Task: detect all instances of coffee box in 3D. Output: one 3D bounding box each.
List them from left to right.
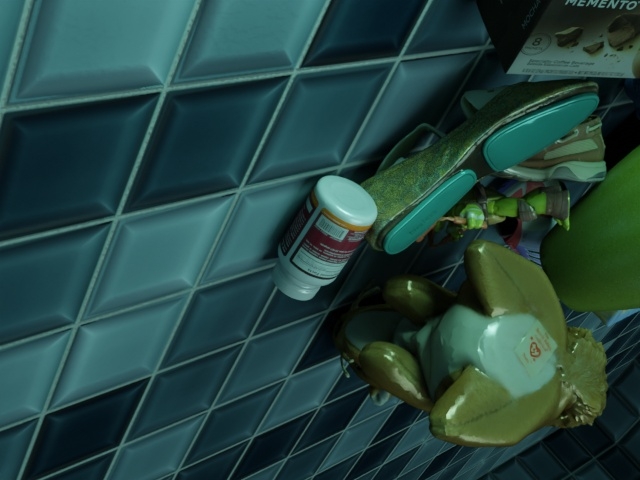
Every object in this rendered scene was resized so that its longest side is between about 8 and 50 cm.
[{"bbox_3d":[0.350,-0.277,1.149,0.297,0.118,0.168,-1,147,-20],"label":"coffee box"}]

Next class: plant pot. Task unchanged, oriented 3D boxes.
[{"bbox_3d":[0.500,-0.008,1.599,0.294,0.274,0.275,-31,166,37],"label":"plant pot"},{"bbox_3d":[0.603,-0.134,1.856,0.187,0.167,0.188,-44,157,4],"label":"plant pot"}]

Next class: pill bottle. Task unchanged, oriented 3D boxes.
[{"bbox_3d":[0.000,0.000,1.286,0.086,0.086,0.152,-11,142,-49],"label":"pill bottle"}]

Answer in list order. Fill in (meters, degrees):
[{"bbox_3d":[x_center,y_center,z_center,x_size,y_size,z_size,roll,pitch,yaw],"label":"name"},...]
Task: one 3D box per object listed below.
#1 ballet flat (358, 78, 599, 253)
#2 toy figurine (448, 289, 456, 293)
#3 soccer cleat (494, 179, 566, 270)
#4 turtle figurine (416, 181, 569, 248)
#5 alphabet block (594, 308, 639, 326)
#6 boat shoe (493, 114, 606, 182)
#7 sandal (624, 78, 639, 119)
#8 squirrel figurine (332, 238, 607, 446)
[{"bbox_3d":[0.184,-0.122,1.309,0.349,0.123,0.123,-36,156,6],"label":"ballet flat"},{"bbox_3d":[0.216,0.147,1.863,0.173,0.130,0.159,-23,147,19],"label":"toy figurine"},{"bbox_3d":[0.348,-0.026,1.754,0.116,0.108,0.318,-28,153,-3],"label":"soccer cleat"},{"bbox_3d":[0.238,-0.043,1.475,0.218,0.087,0.269,-5,174,3],"label":"turtle figurine"},{"bbox_3d":[0.610,0.026,2.097,0.193,0.197,0.192,-14,143,-46],"label":"alphabet block"},{"bbox_3d":[0.304,-0.146,1.485,0.324,0.123,0.116,-3,102,-47],"label":"boat shoe"},{"bbox_3d":[0.550,-0.242,1.649,0.317,0.138,0.126,27,78,-57],"label":"sandal"},{"bbox_3d":[0.220,0.184,1.587,0.397,0.280,0.370,15,165,-31],"label":"squirrel figurine"}]
